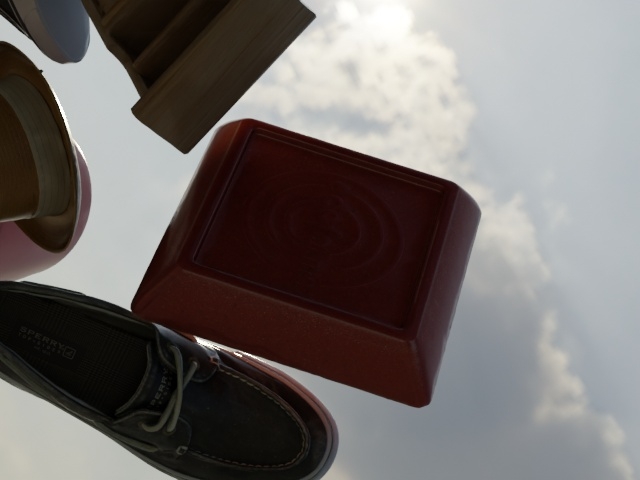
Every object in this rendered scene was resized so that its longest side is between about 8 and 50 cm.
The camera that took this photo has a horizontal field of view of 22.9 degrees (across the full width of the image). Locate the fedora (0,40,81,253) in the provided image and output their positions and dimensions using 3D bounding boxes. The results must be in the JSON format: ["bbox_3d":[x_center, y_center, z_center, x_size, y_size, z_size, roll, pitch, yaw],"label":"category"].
[{"bbox_3d":[-0.268,-0.069,1.293,0.194,0.079,0.194,32,-49,47],"label":"fedora"}]

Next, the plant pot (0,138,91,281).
[{"bbox_3d":[-0.406,-0.059,1.809,0.275,0.243,0.275,-1,-92,24],"label":"plant pot"}]

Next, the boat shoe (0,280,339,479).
[{"bbox_3d":[-0.144,0.126,1.305,0.335,0.121,0.119,19,-9,0],"label":"boat shoe"}]

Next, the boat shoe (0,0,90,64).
[{"bbox_3d":[-0.351,-0.308,1.668,0.105,0.113,0.306,-8,-43,25],"label":"boat shoe"}]

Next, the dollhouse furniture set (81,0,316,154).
[{"bbox_3d":[-0.228,-0.290,1.358,0.394,0.362,0.256,37,12,-36],"label":"dollhouse furniture set"}]

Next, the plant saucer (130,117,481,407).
[{"bbox_3d":[0.000,0.000,1.354,0.259,0.258,0.048,18,-45,2],"label":"plant saucer"}]
